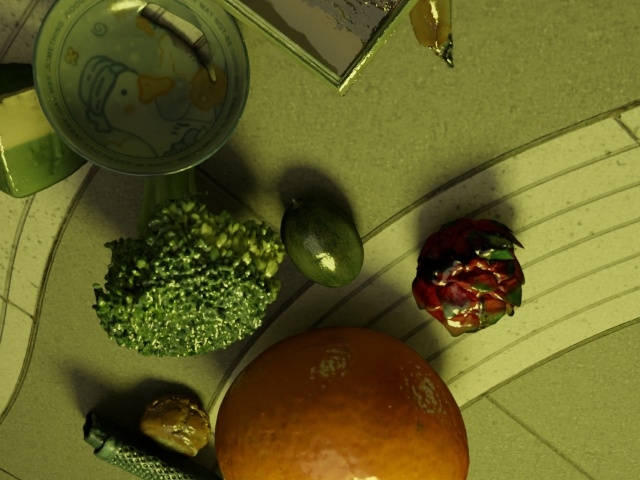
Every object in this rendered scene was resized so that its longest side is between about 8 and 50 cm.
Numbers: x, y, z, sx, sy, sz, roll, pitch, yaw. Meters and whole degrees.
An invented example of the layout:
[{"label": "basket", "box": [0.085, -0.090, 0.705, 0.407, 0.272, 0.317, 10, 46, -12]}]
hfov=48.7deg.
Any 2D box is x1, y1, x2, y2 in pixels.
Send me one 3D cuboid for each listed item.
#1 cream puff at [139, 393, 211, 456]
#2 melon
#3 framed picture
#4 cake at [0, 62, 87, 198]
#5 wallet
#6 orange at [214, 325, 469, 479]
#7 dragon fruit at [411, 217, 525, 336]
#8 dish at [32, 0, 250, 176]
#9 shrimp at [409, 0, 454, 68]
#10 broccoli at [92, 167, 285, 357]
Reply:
[{"label": "cream puff", "box": [-0.282, 0.361, 1.401, 0.144, 0.103, 0.126, 30, 140, -8]}, {"label": "melon", "box": [0.000, 0.000, 1.100, 0.114, 0.114, 0.167, -23, 118, 23]}, {"label": "framed picture", "box": [-0.015, -0.325, 0.886, 0.252, 0.014, 0.197, 35, 121, -12]}, {"label": "cake", "box": [-0.506, -0.168, 1.028, 0.284, 0.172, 0.158, 7, 123, 6]}, {"label": "wallet", "box": [-0.324, 0.457, 1.422, 0.342, 0.075, 0.237, 33, 162, -14]}, {"label": "orange", "box": [0.037, 0.326, 1.196, 0.424, 0.326, 0.424, 10, 144, 7]}, {"label": "dragon fruit", "box": [0.225, 0.058, 1.077, 0.182, 0.182, 0.188, -2, 106, 10]}, {"label": "dish", "box": [-0.240, -0.225, 0.974, 0.273, 0.134, 0.273, -1, 97, -12]}, {"label": "shrimp", "box": [0.195, -0.355, 0.852, 0.185, 0.068, 0.287, 38, 123, -15]}, {"label": "broccoli", "box": [-0.180, 0.038, 1.063, 0.249, 0.302, 0.375, 17, 163, 3]}]
